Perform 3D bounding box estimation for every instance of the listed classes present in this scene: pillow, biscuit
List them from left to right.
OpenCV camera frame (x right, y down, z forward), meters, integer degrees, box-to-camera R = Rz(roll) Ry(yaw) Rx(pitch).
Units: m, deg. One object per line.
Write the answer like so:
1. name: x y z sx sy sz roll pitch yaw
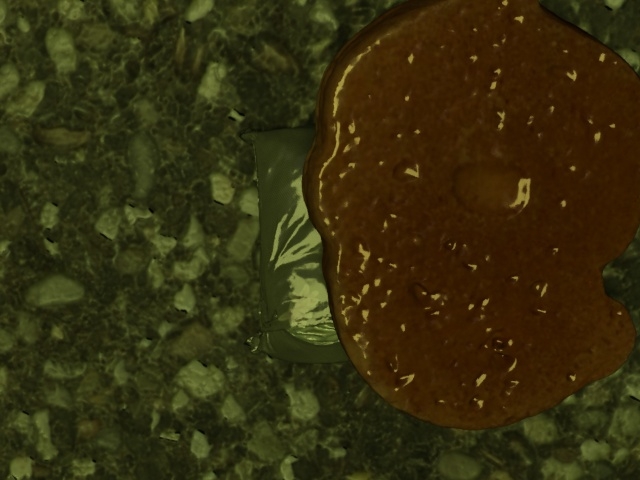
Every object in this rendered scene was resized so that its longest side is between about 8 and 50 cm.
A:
1. pillow: 0.000 0.000 1.217 0.169 0.059 0.254 -3 92 -4
2. biscuit: 0.154 -0.034 1.171 0.350 0.078 0.455 -1 103 -18
